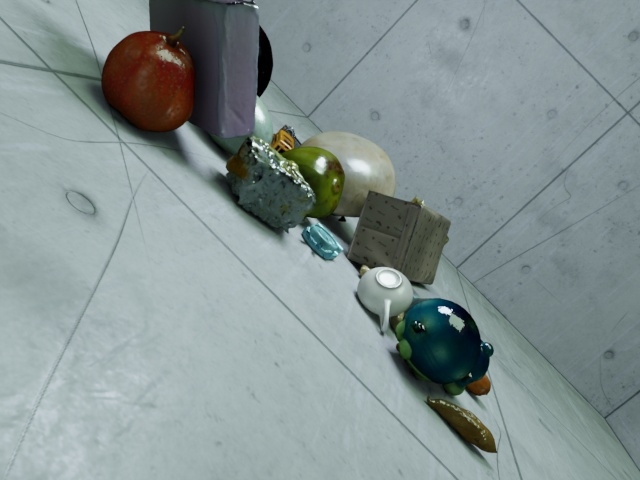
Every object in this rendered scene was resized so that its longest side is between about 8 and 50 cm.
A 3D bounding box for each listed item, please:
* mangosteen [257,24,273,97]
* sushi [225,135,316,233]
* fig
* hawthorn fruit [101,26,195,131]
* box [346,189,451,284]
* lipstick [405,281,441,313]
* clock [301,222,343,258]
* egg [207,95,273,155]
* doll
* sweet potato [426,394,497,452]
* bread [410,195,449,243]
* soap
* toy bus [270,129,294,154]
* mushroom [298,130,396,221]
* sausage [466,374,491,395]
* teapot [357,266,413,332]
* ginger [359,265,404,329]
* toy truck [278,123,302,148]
[{"bbox_3d":[-0.316,-0.549,1.793,0.346,0.307,0.307,-8,49,-37],"label":"mangosteen"},{"bbox_3d":[-0.123,-0.137,1.406,0.274,0.139,0.184,33,16,-37],"label":"sushi"},{"bbox_3d":[-0.049,-0.170,1.678,0.225,0.203,0.203,10,0,23],"label":"fig"},{"bbox_3d":[-0.334,-0.342,1.203,0.196,0.226,0.197,31,25,-16],"label":"hawthorn fruit"},{"bbox_3d":[0.250,-0.005,1.820,0.190,0.225,0.297,19,2,29],"label":"box"},{"bbox_3d":[0.296,0.179,1.863,0.080,0.076,0.371,48,13,19],"label":"lipstick"},{"bbox_3d":[-0.001,0.001,1.570,0.108,0.045,0.147,47,14,11],"label":"clock"},{"bbox_3d":[-0.225,-0.324,1.584,0.237,0.169,0.169,54,14,7],"label":"egg"},{"bbox_3d":[0.302,0.250,1.418,0.321,0.186,0.199,29,40,-46],"label":"doll"},{"bbox_3d":[0.320,0.406,1.314,0.205,0.060,0.068,35,-20,0],"label":"sweet potato"},{"bbox_3d":[0.330,-0.013,2.161,0.196,0.252,0.238,55,14,30],"label":"bread"},{"bbox_3d":[-0.267,-0.405,1.313,0.107,0.286,0.296,-22,41,-40],"label":"soap"},{"bbox_3d":[-0.136,-0.315,1.999,0.083,0.088,0.194,40,15,-18],"label":"toy bus"},{"bbox_3d":[0.069,-0.193,1.967,0.361,0.295,0.362,14,36,-10],"label":"mushroom"},{"bbox_3d":[0.407,0.358,1.678,0.198,0.076,0.076,50,14,14],"label":"sausage"},{"bbox_3d":[0.166,0.135,1.513,0.145,0.092,0.226,8,42,2],"label":"teapot"},{"bbox_3d":[0.187,0.159,1.611,0.288,0.075,0.089,54,-7,50],"label":"ginger"},{"bbox_3d":[-0.095,-0.329,2.171,0.192,0.092,0.083,50,12,-15],"label":"toy truck"}]
